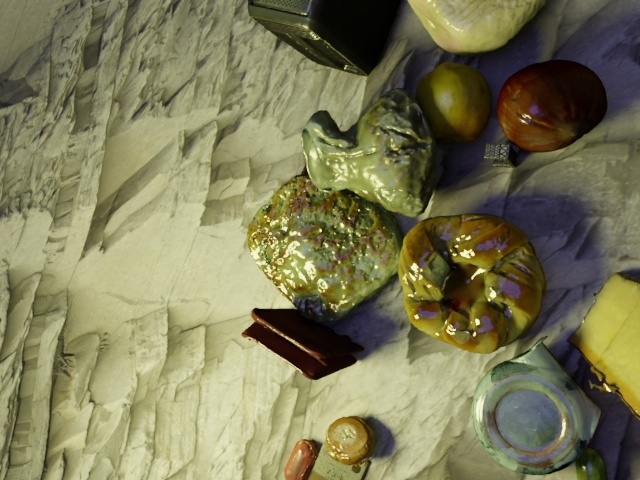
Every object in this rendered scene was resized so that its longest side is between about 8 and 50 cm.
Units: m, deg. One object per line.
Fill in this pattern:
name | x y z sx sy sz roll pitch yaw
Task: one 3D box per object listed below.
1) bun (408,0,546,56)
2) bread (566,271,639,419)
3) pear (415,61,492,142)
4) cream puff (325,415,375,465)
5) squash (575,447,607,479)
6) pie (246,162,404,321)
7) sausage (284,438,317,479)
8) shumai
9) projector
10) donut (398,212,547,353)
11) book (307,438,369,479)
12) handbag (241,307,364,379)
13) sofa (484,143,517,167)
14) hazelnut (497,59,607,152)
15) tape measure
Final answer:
bun | 0.386 -0.635 1.369 0.361 0.213 0.360 1 94 13
bread | 0.639 0.213 1.135 0.279 0.315 0.248 37 103 35
pear | 0.329 -0.338 1.392 0.200 0.200 0.199 -2 86 28
cream puff | 0.080 0.547 1.515 0.144 0.103 0.126 15 55 25
squash | 0.615 0.585 1.253 0.066 0.066 0.228 -4 86 28
pie | 0.009 0.024 1.551 0.418 0.180 0.395 43 104 16
sausage | -0.055 0.638 1.605 0.076 0.076 0.141 25 100 27
shumai | 0.111 -0.195 1.405 0.289 0.292 0.329 -14 85 -16
projector | 0.037 -0.686 1.449 0.242 0.395 0.405 23 98 26
donut | 0.359 0.095 1.361 0.361 0.170 0.360 -2 85 26
book | 0.039 0.676 1.570 0.139 0.016 0.198 25 98 16
handbag | -0.043 0.267 1.505 0.260 0.276 0.084 25 98 26
sofa | 0.441 -0.207 1.361 0.060 0.118 0.039 10 90 28
hazelnut | 0.529 -0.301 1.268 0.230 0.229 0.229 -2 86 28
tape measure | 0.490 0.394 1.286 0.275 0.147 0.256 -43 71 15
